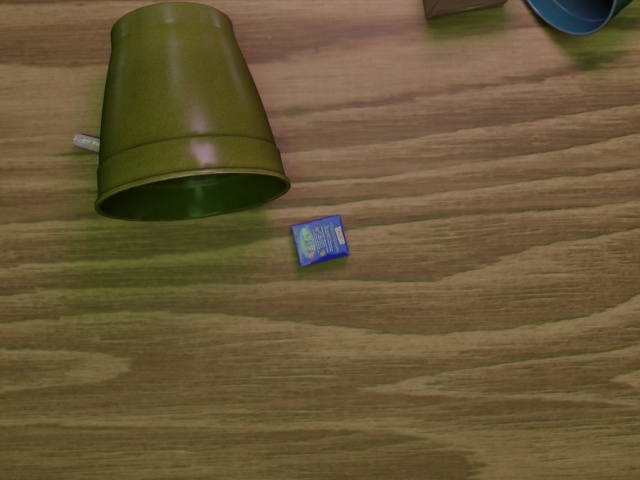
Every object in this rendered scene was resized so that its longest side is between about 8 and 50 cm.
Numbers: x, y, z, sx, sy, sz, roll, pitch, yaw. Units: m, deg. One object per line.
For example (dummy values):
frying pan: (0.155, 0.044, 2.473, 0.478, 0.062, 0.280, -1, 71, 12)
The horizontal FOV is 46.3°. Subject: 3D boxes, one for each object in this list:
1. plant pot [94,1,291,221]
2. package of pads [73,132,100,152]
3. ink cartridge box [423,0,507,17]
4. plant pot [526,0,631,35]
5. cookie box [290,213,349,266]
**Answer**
plant pot: (-0.264, -0.247, 1.443, 0.367, 0.366, 0.352, -9, 81, 1)
package of pads: (-0.471, -0.202, 1.570, 0.083, 0.050, 0.031, 14, 93, -1)
ink cartridge box: (0.285, -0.583, 1.480, 0.171, 0.168, 0.232, -10, 94, 0)
plant pot: (0.552, -0.581, 1.446, 0.255, 0.272, 0.271, -35, 93, -13)
cookie box: (0.000, 0.000, 1.583, 0.107, 0.040, 0.091, -13, 93, 2)
